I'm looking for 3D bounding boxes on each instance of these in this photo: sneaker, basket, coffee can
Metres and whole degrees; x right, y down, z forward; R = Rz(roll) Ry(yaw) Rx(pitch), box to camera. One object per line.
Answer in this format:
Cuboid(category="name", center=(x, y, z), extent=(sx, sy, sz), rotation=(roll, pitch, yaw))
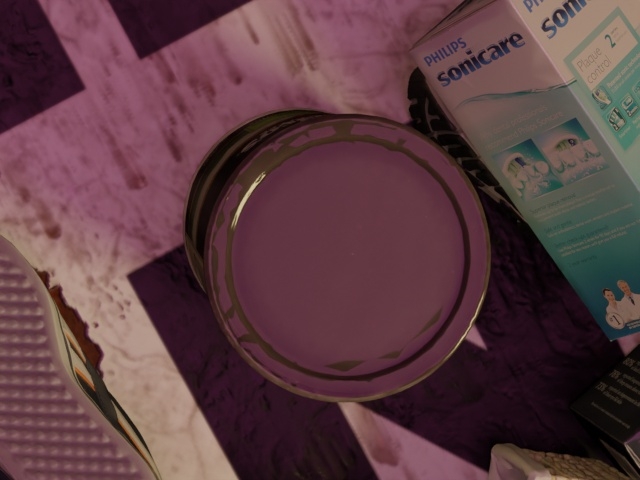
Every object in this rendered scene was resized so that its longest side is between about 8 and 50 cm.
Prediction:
Cuboid(category="sneaker", center=(-0.237, 0.132, 1.307), extent=(0.126, 0.127, 0.321), rotation=(-32, 75, -10))
Cuboid(category="basket", center=(0.202, 0.269, 1.382), extent=(0.103, 0.113, 0.167), rotation=(6, 95, -13))
Cuboid(category="coffee can", center=(0.000, 0.000, 1.240), extent=(0.201, 0.275, 0.202), rotation=(-1, 96, -8))
Cuboid(category="sneaker", center=(0.162, -0.086, 1.362), extent=(0.208, 0.081, 0.094), rotation=(42, 81, -16))

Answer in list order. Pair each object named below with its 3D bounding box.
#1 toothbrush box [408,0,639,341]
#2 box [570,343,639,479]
Cuboid(category="toothbrush box", center=(0.244, -0.105, 1.294), extent=(0.295, 0.126, 0.216), rotation=(54, 51, -8))
Cuboid(category="box", center=(0.339, 0.128, 1.365), extent=(0.207, 0.153, 0.108), rotation=(-40, 100, -2))
